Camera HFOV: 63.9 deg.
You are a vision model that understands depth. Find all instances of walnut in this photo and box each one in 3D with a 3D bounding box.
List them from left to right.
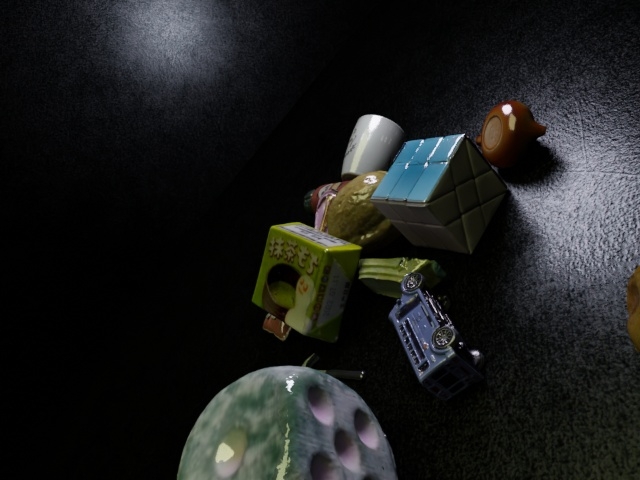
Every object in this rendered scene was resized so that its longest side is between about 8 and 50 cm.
[{"bbox_3d":[0.143,-0.084,1.561,0.283,0.227,0.282,-28,47,36],"label":"walnut"}]

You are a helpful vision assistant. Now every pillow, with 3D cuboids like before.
[{"bbox_3d":[-0.115,0.233,1.696,0.171,0.075,0.179,12,66,57],"label":"pillow"}]

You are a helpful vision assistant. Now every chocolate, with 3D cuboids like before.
[{"bbox_3d":[-0.052,0.112,1.509,0.301,0.137,0.288,22,100,43],"label":"chocolate"}]

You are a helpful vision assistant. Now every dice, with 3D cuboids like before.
[{"bbox_3d":[-0.061,0.482,1.034,0.328,0.348,0.330,-35,37,25],"label":"dice"}]

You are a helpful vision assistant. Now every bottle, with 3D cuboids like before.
[{"bbox_3d":[0.058,-0.136,1.848,0.336,0.144,0.144,-1,54,58],"label":"bottle"}]

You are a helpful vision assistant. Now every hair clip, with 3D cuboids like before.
[{"bbox_3d":[0.002,0.001,1.712,0.110,0.096,0.358,-155,86,-79],"label":"hair clip"}]

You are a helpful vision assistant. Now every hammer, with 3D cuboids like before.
[{"bbox_3d":[0.031,0.355,1.385,0.246,0.029,0.103,-15,44,45],"label":"hammer"}]

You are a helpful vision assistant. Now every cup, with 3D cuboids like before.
[{"bbox_3d":[0.172,-0.293,1.876,0.258,0.186,0.234,120,174,-75],"label":"cup"}]

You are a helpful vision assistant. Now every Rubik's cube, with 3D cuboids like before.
[{"bbox_3d":[0.312,-0.121,1.368,0.225,0.221,0.231,8,61,57],"label":"Rubik's cube"}]

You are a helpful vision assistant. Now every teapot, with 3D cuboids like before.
[{"bbox_3d":[0.515,-0.281,1.403,0.252,0.135,0.178,-169,88,-79],"label":"teapot"}]

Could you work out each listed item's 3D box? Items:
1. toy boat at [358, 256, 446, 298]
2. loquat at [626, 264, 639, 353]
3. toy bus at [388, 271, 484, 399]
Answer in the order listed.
[{"bbox_3d":[0.200,0.100,1.370,0.276,0.111,0.084,-3,54,53],"label":"toy boat"},{"bbox_3d":[0.554,0.106,0.755,0.213,0.213,0.213,-35,31,25],"label":"loquat"},{"bbox_3d":[0.245,0.205,1.158,0.133,0.125,0.292,-42,30,15],"label":"toy bus"}]
